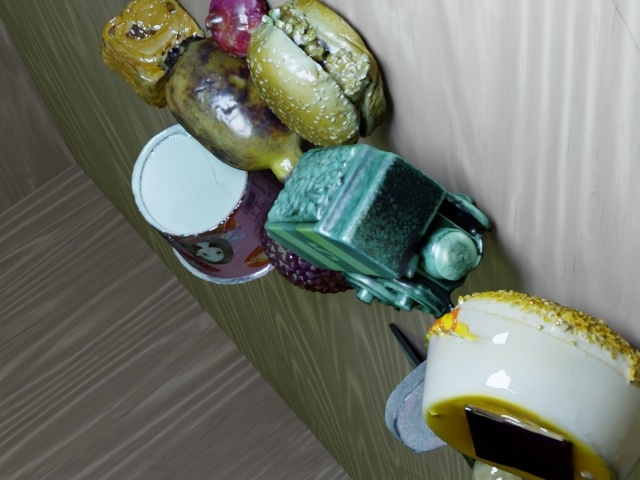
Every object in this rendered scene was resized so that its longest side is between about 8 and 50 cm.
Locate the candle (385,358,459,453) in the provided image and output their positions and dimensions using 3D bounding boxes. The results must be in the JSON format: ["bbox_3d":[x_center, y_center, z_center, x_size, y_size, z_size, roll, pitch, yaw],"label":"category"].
[{"bbox_3d":[0.201,0.255,1.927,0.068,0.192,0.168,-169,88,-71],"label":"candle"}]

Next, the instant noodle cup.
[{"bbox_3d":[-0.173,-0.067,1.955,0.243,0.243,0.231,48,-179,20],"label":"instant noodle cup"}]

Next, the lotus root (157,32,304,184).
[{"bbox_3d":[-0.118,-0.201,1.789,0.314,0.169,0.141,44,158,14],"label":"lotus root"}]

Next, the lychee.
[{"bbox_3d":[0.000,0.000,1.862,0.188,0.188,0.188,49,165,17],"label":"lychee"}]

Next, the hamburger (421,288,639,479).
[{"bbox_3d":[0.253,0.168,1.397,0.294,0.179,0.276,15,156,25],"label":"hamburger"}]

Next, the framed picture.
[{"bbox_3d":[0.225,0.317,2.135,0.323,0.013,0.244,60,178,-25],"label":"framed picture"}]

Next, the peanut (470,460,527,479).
[{"bbox_3d":[0.335,0.446,1.990,0.253,0.137,0.122,50,-151,14],"label":"peanut"}]

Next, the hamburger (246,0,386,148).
[{"bbox_3d":[-0.007,-0.199,1.534,0.189,0.122,0.215,45,167,18],"label":"hamburger"}]

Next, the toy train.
[{"bbox_3d":[0.072,-0.019,1.518,0.238,0.166,0.299,33,168,-21],"label":"toy train"}]

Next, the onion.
[{"bbox_3d":[-0.116,-0.308,1.686,0.107,0.097,0.107,40,139,45],"label":"onion"}]

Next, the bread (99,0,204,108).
[{"bbox_3d":[-0.285,-0.329,2.076,0.158,0.149,0.143,52,169,6],"label":"bread"}]
